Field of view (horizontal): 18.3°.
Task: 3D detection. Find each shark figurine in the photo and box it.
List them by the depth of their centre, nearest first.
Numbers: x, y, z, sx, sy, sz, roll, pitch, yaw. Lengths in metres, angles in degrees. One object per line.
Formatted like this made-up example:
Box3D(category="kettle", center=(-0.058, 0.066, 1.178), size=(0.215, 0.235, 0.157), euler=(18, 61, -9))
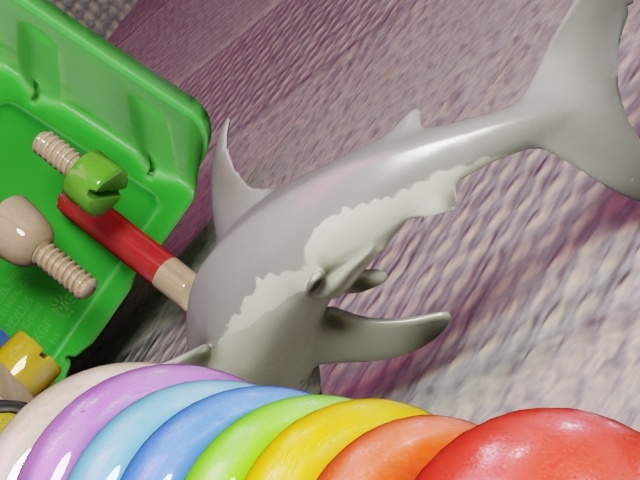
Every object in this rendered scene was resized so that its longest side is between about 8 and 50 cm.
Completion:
Box3D(category="shark figurine", center=(0.000, -0.016, 0.815), size=(0.278, 0.166, 0.116), euler=(-45, 51, 36))

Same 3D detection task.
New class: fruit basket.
Box3D(category="fruit basket", center=(-0.258, 0.000, 1.470), size=(0.392, 0.283, 0.392), euler=(-44, 26, 28))

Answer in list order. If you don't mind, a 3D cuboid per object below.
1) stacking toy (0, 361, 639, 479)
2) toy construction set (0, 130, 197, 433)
Box3D(category="stacking toy", center=(-0.001, 0.099, 0.634), size=(0.141, 0.141, 0.330), euler=(-54, 18, -23))
Box3D(category="toy construction set", center=(-0.165, 0.093, 1.146), size=(0.309, 0.237, 0.257), euler=(-38, -26, -36))
